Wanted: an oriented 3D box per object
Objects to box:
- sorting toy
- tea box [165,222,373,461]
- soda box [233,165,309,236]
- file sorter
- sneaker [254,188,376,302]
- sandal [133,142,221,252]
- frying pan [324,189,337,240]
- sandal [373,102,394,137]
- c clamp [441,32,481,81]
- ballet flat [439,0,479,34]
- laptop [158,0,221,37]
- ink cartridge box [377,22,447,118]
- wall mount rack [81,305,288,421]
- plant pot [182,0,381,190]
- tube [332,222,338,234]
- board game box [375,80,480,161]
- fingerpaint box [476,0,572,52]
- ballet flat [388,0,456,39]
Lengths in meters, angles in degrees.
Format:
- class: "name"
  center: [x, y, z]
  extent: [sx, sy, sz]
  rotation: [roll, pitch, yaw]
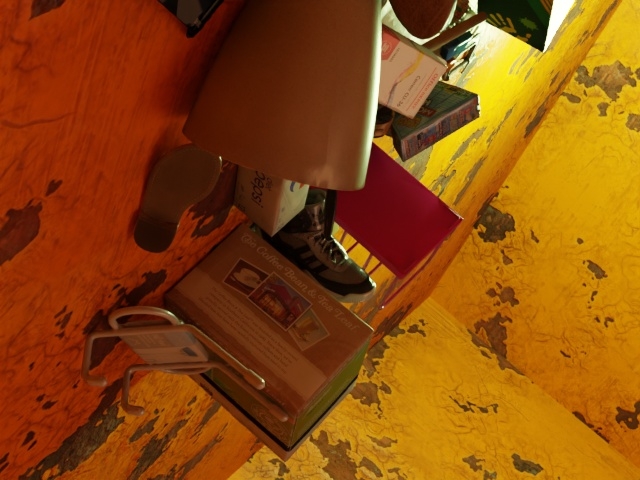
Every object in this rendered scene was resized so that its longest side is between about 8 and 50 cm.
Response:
- class: "sorting toy"
  center: [0.166, -0.311, 1.983]
  extent: [0.307, 0.041, 0.229]
  rotation: [-32, 174, -19]
- class: "tea box"
  center: [-0.106, 0.200, 2.001]
  extent: [0.220, 0.329, 0.324]
  rotation: [-44, 164, -25]
- class: "soda box"
  center: [-0.072, -0.129, 1.738]
  extent: [0.091, 0.098, 0.286]
  rotation: [-43, 164, -28]
- class: "file sorter"
  center: [0.090, -0.035, 2.096]
  extent: [0.202, 0.290, 0.182]
  rotation: [-41, 166, -34]
- class: "sneaker"
  center: [0.000, 0.000, 1.955]
  extent: [0.101, 0.268, 0.153]
  rotation: [-40, 158, -44]
- class: "sandal"
  center: [-0.209, -0.084, 1.525]
  extent: [0.240, 0.088, 0.079]
  rotation: [-54, -161, 42]
- class: "frying pan"
  center: [0.017, -0.187, 1.732]
  extent: [0.197, 0.053, 0.326]
  rotation: [-100, -160, -56]
- class: "sandal"
  center: [0.090, -0.214, 2.002]
  extent: [0.219, 0.060, 0.090]
  rotation: [-37, 174, 6]
- class: "c clamp"
  center: [0.323, -0.410, 2.399]
  extent: [0.160, 0.022, 0.137]
  rotation: [-36, 160, -46]
- class: "ballet flat"
  center: [0.274, -0.436, 2.067]
  extent: [0.091, 0.077, 0.241]
  rotation: [-56, 166, 12]
- class: "laptop"
  center: [-0.120, -0.361, 1.164]
  extent: [0.234, 0.136, 0.264]
  rotation: [-50, -168, 2]
- class: "ink cartridge box"
  center: [0.138, -0.292, 1.824]
  extent: [0.198, 0.067, 0.115]
  rotation: [19, 114, -37]
- class: "wall mount rack"
  center: [-0.221, 0.222, 1.765]
  extent: [0.350, 0.304, 0.131]
  rotation: [68, 20, -65]
- class: "plant pot"
  center: [-0.023, -0.238, 1.382]
  extent: [0.256, 0.256, 0.274]
  rotation: [-15, 125, -67]
- class: "tube"
  center: [-0.064, 0.013, 2.232]
  extent: [0.240, 0.062, 0.070]
  rotation: [-36, 117, -31]
- class: "board game box"
  center: [0.182, -0.245, 2.077]
  extent: [0.194, 0.194, 0.060]
  rotation: [-42, 140, -29]
- class: "fingerpaint box"
  center: [0.449, -0.619, 1.855]
  extent: [0.445, 0.163, 0.371]
  rotation: [-59, 167, -6]
- class: "ballet flat"
  center: [0.109, -0.427, 1.290]
  extent: [0.124, 0.116, 0.343]
  rotation: [3, 92, -51]
